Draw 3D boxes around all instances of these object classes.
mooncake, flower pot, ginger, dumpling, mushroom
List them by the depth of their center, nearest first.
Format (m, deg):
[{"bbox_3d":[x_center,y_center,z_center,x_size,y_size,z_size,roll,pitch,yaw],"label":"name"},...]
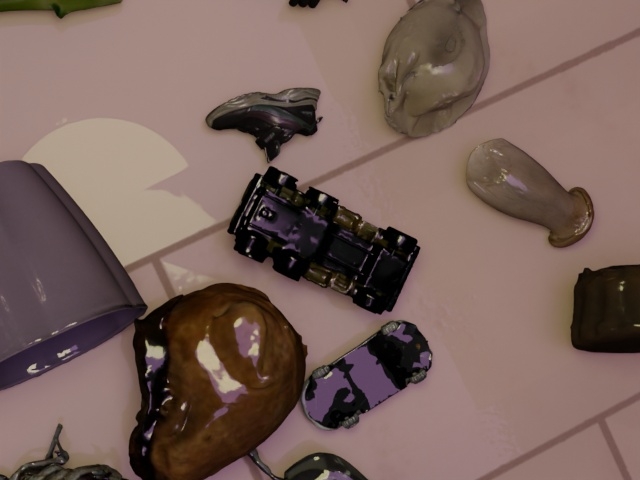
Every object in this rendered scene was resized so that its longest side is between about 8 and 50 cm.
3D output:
[{"bbox_3d":[-0.385,0.040,1.468,0.265,0.265,0.243,-23,80,-11],"label":"flower pot"},{"bbox_3d":[-0.127,0.190,1.522,0.223,0.200,0.269,-2,89,7],"label":"ginger"},{"bbox_3d":[0.467,0.091,1.641,0.228,0.228,0.124,1,80,-11],"label":"mooncake"},{"bbox_3d":[0.177,-0.248,1.655,0.247,0.142,0.172,-56,133,-15],"label":"dumpling"},{"bbox_3d":[0.302,-0.072,1.681,0.212,0.088,0.097,25,51,-15],"label":"mushroom"}]

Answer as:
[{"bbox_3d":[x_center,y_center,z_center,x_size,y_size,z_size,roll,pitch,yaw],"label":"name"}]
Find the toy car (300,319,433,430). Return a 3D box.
[{"bbox_3d":[0.063,0.191,1.637,0.205,0.056,0.095,-32,94,-7],"label":"toy car"}]

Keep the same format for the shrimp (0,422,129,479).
[{"bbox_3d":[-0.372,0.347,1.501,0.410,0.166,0.221,4,73,2],"label":"shrimp"}]

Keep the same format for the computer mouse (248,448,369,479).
[{"bbox_3d":[0.033,0.396,1.610,0.379,0.090,0.167,40,81,-2],"label":"computer mouse"}]

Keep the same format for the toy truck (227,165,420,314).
[{"bbox_3d":[0.003,0.001,1.599,0.257,0.127,0.127,25,90,-10],"label":"toy truck"}]

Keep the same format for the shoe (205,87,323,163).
[{"bbox_3d":[-0.074,-0.158,1.618,0.169,0.071,0.099,-12,93,-15],"label":"shoe"}]

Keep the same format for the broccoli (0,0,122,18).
[{"bbox_3d":[-0.475,-0.309,1.495,0.397,0.275,0.353,25,101,-30],"label":"broccoli"}]

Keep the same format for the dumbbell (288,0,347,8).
[{"bbox_3d":[-0.050,-0.390,1.615,0.208,0.099,0.099,28,83,-8],"label":"dumbbell"}]
